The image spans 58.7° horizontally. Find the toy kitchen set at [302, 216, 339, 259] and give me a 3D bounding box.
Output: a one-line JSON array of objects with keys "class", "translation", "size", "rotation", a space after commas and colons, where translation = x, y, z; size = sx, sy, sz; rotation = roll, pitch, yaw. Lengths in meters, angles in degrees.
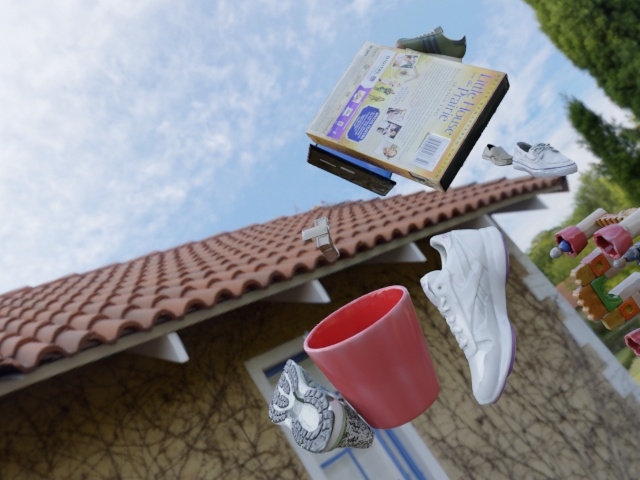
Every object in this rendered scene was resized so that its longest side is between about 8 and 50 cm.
[{"class": "toy kitchen set", "translation": [0.000, 0.000, 1.450], "size": [0.068, 0.083, 0.075], "rotation": [-17, -35, 15]}]

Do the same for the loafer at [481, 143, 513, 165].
[{"class": "loafer", "translation": [0.556, -0.269, 1.783], "size": [0.056, 0.148, 0.050], "rotation": [-14, -65, -21]}]

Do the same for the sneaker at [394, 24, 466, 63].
[{"class": "sneaker", "translation": [0.303, -0.539, 1.539], "size": [0.064, 0.192, 0.086], "rotation": [-53, -20, -67]}]

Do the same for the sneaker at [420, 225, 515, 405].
[{"class": "sneaker", "translation": [0.248, 0.125, 0.977], "size": [0.151, 0.306, 0.114], "rotation": [0, -22, 4]}]

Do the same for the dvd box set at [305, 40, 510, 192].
[{"class": "dvd box set", "translation": [0.201, -0.320, 1.401], "size": [0.308, 0.420, 0.062], "rotation": [-58, -36, -7]}]

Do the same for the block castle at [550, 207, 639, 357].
[{"class": "block castle", "translation": [0.849, 0.135, 1.540], "size": [0.212, 0.453, 0.303], "rotation": [-36, 3, -3]}]

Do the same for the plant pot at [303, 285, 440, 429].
[{"class": "plant pot", "translation": [0.136, 0.275, 1.309], "size": [0.274, 0.243, 0.275], "rotation": [-30, 7, 4]}]

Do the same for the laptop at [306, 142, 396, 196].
[{"class": "laptop", "translation": [0.094, -0.224, 1.499], "size": [0.264, 0.234, 0.137], "rotation": [116, 177, -83]}]

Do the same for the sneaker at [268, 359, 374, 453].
[{"class": "sneaker", "translation": [-0.002, 0.427, 1.415], "size": [0.158, 0.181, 0.410], "rotation": [-64, 22, -2]}]

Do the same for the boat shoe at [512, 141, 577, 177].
[{"class": "boat shoe", "translation": [0.542, -0.206, 1.409], "size": [0.083, 0.076, 0.226], "rotation": [-17, 16, -13]}]
